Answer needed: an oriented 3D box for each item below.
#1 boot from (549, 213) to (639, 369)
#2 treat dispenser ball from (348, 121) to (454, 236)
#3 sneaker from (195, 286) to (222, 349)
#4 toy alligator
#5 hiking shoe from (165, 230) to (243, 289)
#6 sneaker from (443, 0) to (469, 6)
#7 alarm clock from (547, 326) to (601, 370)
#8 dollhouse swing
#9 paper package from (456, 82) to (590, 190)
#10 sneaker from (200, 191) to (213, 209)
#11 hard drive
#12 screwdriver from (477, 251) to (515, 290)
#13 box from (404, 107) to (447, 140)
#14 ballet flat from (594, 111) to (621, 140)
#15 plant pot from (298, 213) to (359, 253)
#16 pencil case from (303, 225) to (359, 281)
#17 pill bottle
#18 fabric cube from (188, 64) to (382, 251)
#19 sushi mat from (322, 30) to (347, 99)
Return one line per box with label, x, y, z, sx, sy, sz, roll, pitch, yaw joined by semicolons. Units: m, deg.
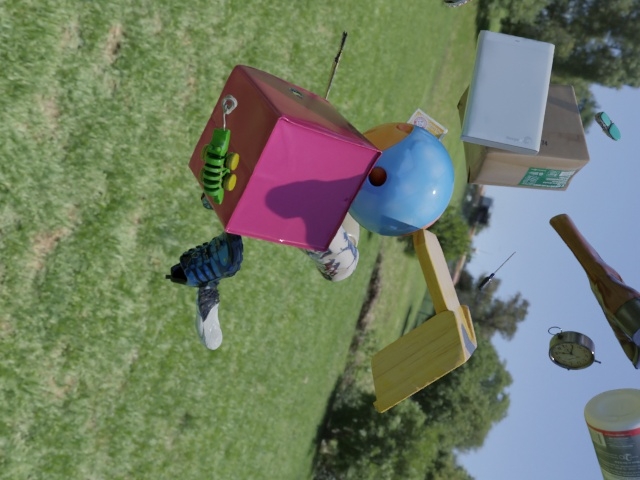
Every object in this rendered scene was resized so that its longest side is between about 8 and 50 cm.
boot;0.559;0.103;1.265;0.096;0.264;0.280;-41;-132;16
treat dispenser ball;0.189;-0.152;1.610;0.288;0.288;0.288;17;90;-84
sneaker;-0.360;0.228;2.008;0.085;0.086;0.237;-20;116;-42
toy alligator;-0.165;-0.136;1.026;0.051;0.056;0.190;-56;161;-58
hiking shoe;-0.307;0.059;1.728;0.304;0.132;0.113;-43;-125;47
sneaker;0.368;-0.642;1.610;0.063;0.075;0.170;-42;-157;-22
alarm clock;0.742;0.314;1.920;0.129;0.192;0.064;-25;-149;40
dollhouse swing;0.212;0.186;1.549;0.315;0.305;0.347;-35;168;13
paper package;0.603;-0.320;1.944;0.168;0.325;0.309;105;-13;-61
sneaker;-0.206;-0.096;1.739;0.125;0.262;0.104;-25;-127;40
hard drive;0.497;-0.394;1.703;0.040;0.203;0.307;96;6;-78
screwdriver;0.553;0.096;2.010;0.170;0.024;0.025;-41;145;-10
box;0.260;-0.269;1.876;0.203;0.114;0.103;-53;-178;2
ballet flat;0.855;-0.342;1.919;0.041;0.114;0.041;-37;-155;21
plant pot;0.043;-0.025;2.520;0.191;0.284;0.284;51;-41;43
pencil case;0.000;0.000;2.194;0.410;0.183;0.160;53;30;-56
pill bottle;0.725;0.502;1.479;0.161;0.161;0.283;-55;125;-71
fabric cube;-0.081;-0.167;1.322;0.259;0.254;0.258;-60;-142;21
sushi mat;0.021;-0.443;1.878;0.316;0.019;0.151;111;-3;-51
